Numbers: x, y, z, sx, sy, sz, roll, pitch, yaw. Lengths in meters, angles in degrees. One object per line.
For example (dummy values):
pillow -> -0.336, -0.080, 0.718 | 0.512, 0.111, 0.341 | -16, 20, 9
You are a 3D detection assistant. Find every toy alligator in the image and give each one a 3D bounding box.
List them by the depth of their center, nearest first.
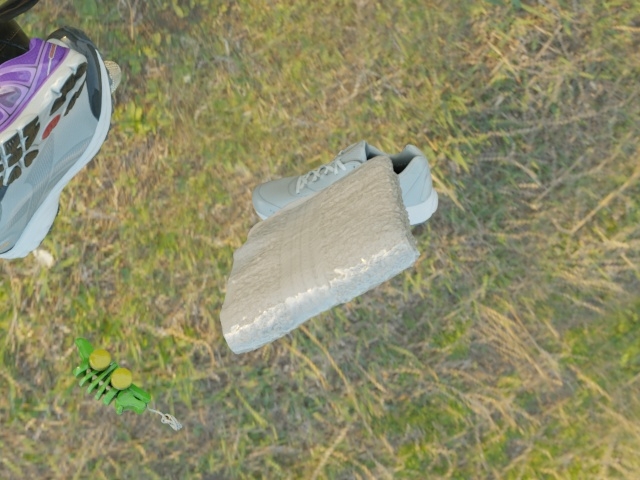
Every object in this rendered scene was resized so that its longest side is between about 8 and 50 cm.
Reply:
toy alligator -> -0.274, 0.207, 1.150 | 0.189, 0.051, 0.056 | 40, 146, 6

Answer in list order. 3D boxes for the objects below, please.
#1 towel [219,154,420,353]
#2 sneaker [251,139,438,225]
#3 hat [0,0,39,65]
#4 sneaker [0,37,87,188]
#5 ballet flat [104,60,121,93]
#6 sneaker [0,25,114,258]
towel -> 0.000, 0.000, 0.838 | 0.187, 0.282, 0.049 | -29, 107, 10
sneaker -> 0.029, -0.088, 1.183 | 0.262, 0.099, 0.121 | -4, 134, 7
hat -> -0.398, -0.157, 0.968 | 0.331, 0.331, 0.134 | -32, 114, 6
sneaker -> -0.271, -0.109, 0.736 | 0.071, 0.170, 0.068 | 27, 147, 1
ballet flat -> -0.426, -0.238, 1.404 | 0.206, 0.067, 0.073 | -31, 83, 0
sneaker -> -0.302, -0.092, 0.873 | 0.100, 0.108, 0.271 | 35, 106, 16
